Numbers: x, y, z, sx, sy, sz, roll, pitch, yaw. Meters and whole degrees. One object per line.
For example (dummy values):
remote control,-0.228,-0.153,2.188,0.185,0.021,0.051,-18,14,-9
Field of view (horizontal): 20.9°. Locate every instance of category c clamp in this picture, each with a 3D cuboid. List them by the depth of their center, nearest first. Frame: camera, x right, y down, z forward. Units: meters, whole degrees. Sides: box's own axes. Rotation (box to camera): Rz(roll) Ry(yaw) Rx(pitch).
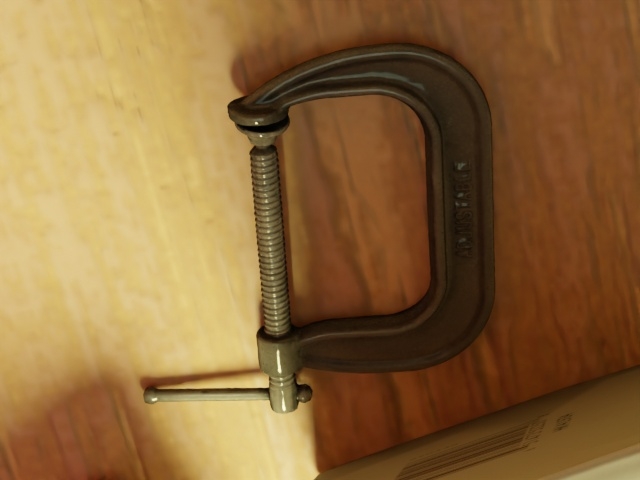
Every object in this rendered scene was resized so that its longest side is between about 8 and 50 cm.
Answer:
c clamp,0.000,0.000,0.660,0.137,0.022,0.160,2,118,0

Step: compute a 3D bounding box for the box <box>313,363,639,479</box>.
box,0.113,0.234,0.602,0.168,0.215,0.345,-20,89,11
